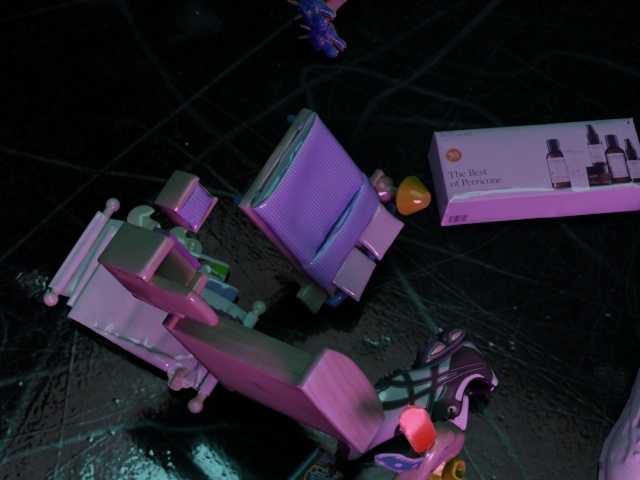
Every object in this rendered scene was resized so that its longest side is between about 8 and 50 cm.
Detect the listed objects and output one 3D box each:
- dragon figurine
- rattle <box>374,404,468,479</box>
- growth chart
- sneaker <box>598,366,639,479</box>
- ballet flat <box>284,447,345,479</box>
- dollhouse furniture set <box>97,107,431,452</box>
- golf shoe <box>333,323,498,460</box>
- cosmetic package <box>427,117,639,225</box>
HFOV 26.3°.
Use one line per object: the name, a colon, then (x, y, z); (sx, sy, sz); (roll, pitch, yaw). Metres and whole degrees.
dragon figurine: (-0.006, -0.364, 1.710); (0.144, 0.085, 0.289); (-18, 65, -14)
rattle: (0.127, 0.243, 1.314); (0.130, 0.199, 0.143); (-30, 67, -19)
growth chart: (-0.178, 0.060, 1.496); (0.237, 0.021, 0.172); (32, 63, 13)
sneaker: (0.351, 0.192, 1.422); (0.090, 0.095, 0.235); (17, 62, 4)
ballet flat: (-0.045, 0.286, 1.359); (0.188, 0.070, 0.070); (-40, 71, -19)
dollhouse furniture set: (0.000, 0.000, 1.360); (0.198, 0.286, 0.303); (19, 67, 39)
golf shoe: (0.103, 0.174, 1.423); (0.198, 0.077, 0.094); (-39, 70, -21)
cosmetic package: (0.251, -0.081, 1.586); (0.239, 0.060, 0.099); (-5, 60, -7)
